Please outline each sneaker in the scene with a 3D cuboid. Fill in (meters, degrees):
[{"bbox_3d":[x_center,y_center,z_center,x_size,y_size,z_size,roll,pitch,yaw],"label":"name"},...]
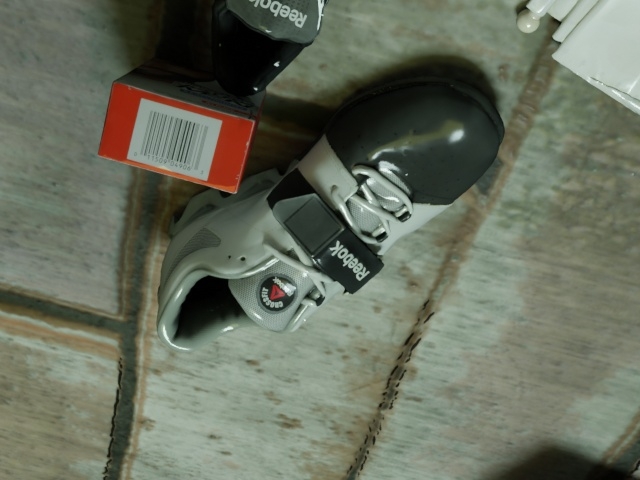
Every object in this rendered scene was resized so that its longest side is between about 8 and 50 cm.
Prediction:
[{"bbox_3d":[0.000,0.000,0.870,0.331,0.146,0.122,-30,122,34],"label":"sneaker"},{"bbox_3d":[-0.014,-0.178,0.710,0.078,0.106,0.234,21,136,-11],"label":"sneaker"}]

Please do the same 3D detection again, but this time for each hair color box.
[{"bbox_3d":[-0.090,-0.084,0.781,0.093,0.167,0.053,15,103,-4],"label":"hair color box"}]

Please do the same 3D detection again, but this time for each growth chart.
[{"bbox_3d":[0.255,-0.137,0.758,0.237,0.021,0.172,32,133,-21],"label":"growth chart"}]
